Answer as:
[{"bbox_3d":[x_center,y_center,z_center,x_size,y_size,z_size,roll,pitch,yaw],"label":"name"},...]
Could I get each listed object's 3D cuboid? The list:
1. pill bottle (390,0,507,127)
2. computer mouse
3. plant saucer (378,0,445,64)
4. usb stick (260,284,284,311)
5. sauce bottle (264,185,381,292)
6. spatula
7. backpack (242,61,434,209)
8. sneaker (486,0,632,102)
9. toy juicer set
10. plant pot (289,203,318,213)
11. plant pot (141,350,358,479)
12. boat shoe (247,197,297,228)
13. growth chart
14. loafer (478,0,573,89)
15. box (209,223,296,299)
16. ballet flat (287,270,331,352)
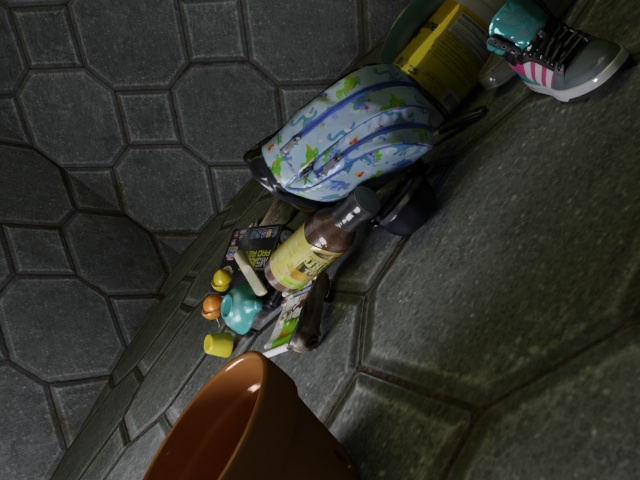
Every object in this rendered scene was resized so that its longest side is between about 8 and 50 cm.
[{"bbox_3d":[0.316,-0.446,1.422,0.334,0.188,0.188,-48,16,9],"label":"pill bottle"},{"bbox_3d":[0.177,-0.070,1.209,0.188,0.072,0.272,-51,3,8],"label":"computer mouse"},{"bbox_3d":[0.284,-0.492,1.552,0.317,0.318,0.043,-49,58,9],"label":"plant saucer"},{"bbox_3d":[-0.070,0.067,1.619,0.077,0.045,0.278,-8,45,58],"label":"usb stick"},{"bbox_3d":[0.000,0.000,1.337,0.344,0.111,0.111,-43,17,44],"label":"sauce bottle"},{"bbox_3d":[0.263,-0.235,1.390,0.296,0.030,0.084,-29,28,52],"label":"spatula"},{"bbox_3d":[0.064,-0.210,1.283,0.355,0.290,0.273,-48,59,25],"label":"backpack"},{"bbox_3d":[0.379,-0.339,1.024,0.124,0.178,0.295,-49,16,7],"label":"sneaker"},{"bbox_3d":[-0.216,0.148,1.611,0.329,0.090,0.209,-51,43,37],"label":"toy juicer set"},{"bbox_3d":[-0.016,-0.251,1.871,0.229,0.263,0.263,-38,9,-25],"label":"plant pot"},{"bbox_3d":[-0.088,0.322,0.806,0.291,0.203,0.291,-46,17,19],"label":"plant pot"},{"bbox_3d":[-0.186,-0.075,2.171,0.285,0.089,0.104,-37,22,42],"label":"boat shoe"},{"bbox_3d":[-0.068,0.176,1.416,0.172,0.021,0.237,-36,22,40],"label":"growth chart"},{"bbox_3d":[0.424,-0.460,1.290,0.319,0.111,0.112,-55,18,-11],"label":"loafer"},{"bbox_3d":[-0.197,0.066,1.752,0.270,0.060,0.216,-4,62,52],"label":"box"},{"bbox_3d":[-0.011,0.149,1.271,0.250,0.058,0.084,-68,2,-60],"label":"ballet flat"}]
